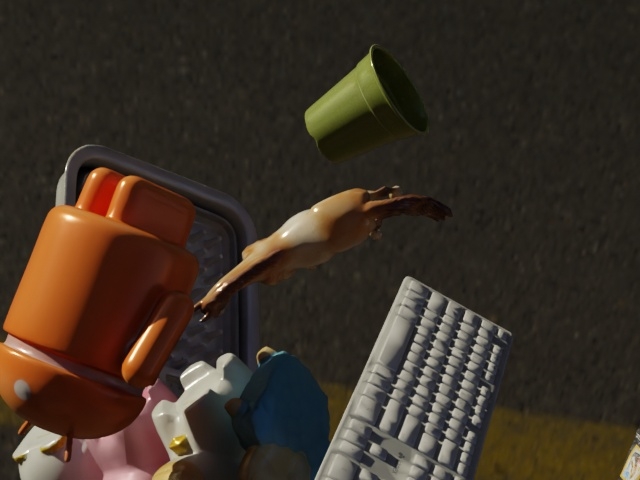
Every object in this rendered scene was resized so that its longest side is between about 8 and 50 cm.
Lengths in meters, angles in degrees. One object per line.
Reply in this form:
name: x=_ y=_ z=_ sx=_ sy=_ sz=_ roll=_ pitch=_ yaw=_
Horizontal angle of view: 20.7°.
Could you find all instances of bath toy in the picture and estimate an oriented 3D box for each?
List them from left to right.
bath toy: x=-0.132 y=0.197 z=1.498 sx=0.129 sy=0.348 sz=0.151 roll=52 pitch=50 yaw=-20

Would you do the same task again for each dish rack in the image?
dish rack: x=-0.194 y=0.078 z=1.983 sx=0.285 sy=0.072 sz=0.333 roll=20 pitch=57 yaw=-38

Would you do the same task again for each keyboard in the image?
keyboard: x=0.052 y=0.087 z=0.900 sx=0.072 sy=0.014 sz=0.256 roll=34 pitch=26 yaw=-2

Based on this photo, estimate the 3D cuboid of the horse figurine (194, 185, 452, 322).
horse figurine: x=0.000 y=0.000 z=1.823 sx=0.263 sy=0.174 sz=0.066 roll=-25 pitch=85 yaw=16

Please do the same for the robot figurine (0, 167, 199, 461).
robot figurine: x=-0.172 y=0.058 z=1.345 sx=0.158 sy=0.128 sz=0.219 roll=20 pitch=86 yaw=11

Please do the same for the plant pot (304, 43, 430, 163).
plant pot: x=0.033 y=-0.102 z=1.408 sx=0.079 sy=0.083 sz=0.083 roll=-30 pitch=53 yaw=22

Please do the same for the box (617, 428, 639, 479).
box: x=0.454 y=0.325 z=1.911 sx=0.247 sy=0.163 sz=0.142 roll=18 pitch=95 yaw=-8
